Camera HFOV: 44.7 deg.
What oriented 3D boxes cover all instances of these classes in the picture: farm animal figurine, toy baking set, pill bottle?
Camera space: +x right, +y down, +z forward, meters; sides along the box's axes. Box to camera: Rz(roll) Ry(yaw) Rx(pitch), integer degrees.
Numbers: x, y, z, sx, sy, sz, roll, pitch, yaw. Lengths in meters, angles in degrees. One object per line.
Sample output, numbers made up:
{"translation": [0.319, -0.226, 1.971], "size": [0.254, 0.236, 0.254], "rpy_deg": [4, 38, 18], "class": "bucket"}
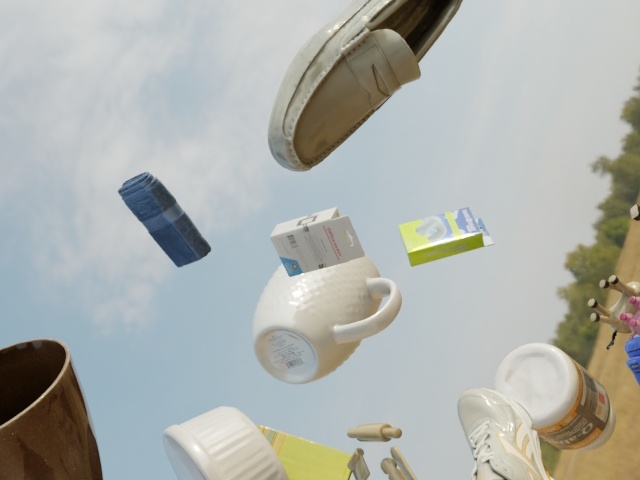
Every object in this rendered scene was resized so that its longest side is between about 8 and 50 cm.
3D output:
{"translation": [0.711, 0.047, 1.548], "size": [0.330, 0.172, 0.326], "rpy_deg": [-31, 42, 59], "class": "farm animal figurine"}
{"translation": [0.120, 0.381, 1.234], "size": [0.030, 0.196, 0.256], "rpy_deg": [-16, -10, -28], "class": "toy baking set"}
{"translation": [0.462, 0.312, 1.503], "size": [0.278, 0.162, 0.162], "rpy_deg": [35, -106, -44], "class": "pill bottle"}

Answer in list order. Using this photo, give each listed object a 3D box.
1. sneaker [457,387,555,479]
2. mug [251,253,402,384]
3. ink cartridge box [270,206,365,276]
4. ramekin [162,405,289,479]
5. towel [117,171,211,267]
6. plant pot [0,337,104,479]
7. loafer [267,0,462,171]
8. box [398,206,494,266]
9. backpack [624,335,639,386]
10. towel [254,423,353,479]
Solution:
{"translation": [0.249, 0.308, 1.082], "size": [0.121, 0.262, 0.099], "rpy_deg": [14, -58, -35], "class": "sneaker"}
{"translation": [0.020, 0.177, 1.881], "size": [0.276, 0.374, 0.328], "rpy_deg": [67, -150, -20], "class": "mug"}
{"translation": [0.000, 0.000, 1.616], "size": [0.104, 0.180, 0.060], "rpy_deg": [66, -156, -21], "class": "ink cartridge box"}
{"translation": [-0.154, 0.415, 1.360], "size": [0.127, 0.273, 0.273], "rpy_deg": [-30, -39, -25], "class": "ramekin"}
{"translation": [-0.179, -0.025, 0.904], "size": [0.119, 0.067, 0.029], "rpy_deg": [55, -132, -19], "class": "towel"}
{"translation": [-0.381, 0.286, 1.023], "size": [0.215, 0.215, 0.230], "rpy_deg": [-48, -53, -46], "class": "plant pot"}
{"translation": [0.058, -0.208, 0.882], "size": [0.319, 0.111, 0.112], "rpy_deg": [-56, -41, -12], "class": "loafer"}
{"translation": [0.262, -0.011, 1.634], "size": [0.109, 0.178, 0.042], "rpy_deg": [-101, -5, -55], "class": "box"}
{"translation": [0.715, 0.254, 1.675], "size": [0.101, 0.120, 0.098], "rpy_deg": [-20, -11, -26], "class": "backpack"}
{"translation": [-0.055, 0.438, 1.529], "size": [0.021, 0.237, 0.102], "rpy_deg": [70, -143, -56], "class": "towel"}
